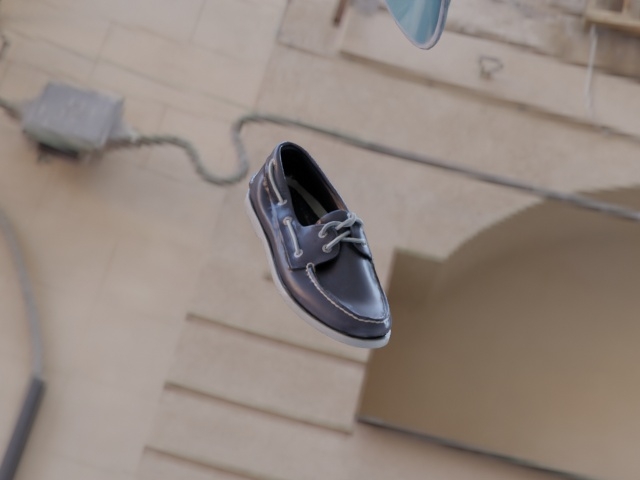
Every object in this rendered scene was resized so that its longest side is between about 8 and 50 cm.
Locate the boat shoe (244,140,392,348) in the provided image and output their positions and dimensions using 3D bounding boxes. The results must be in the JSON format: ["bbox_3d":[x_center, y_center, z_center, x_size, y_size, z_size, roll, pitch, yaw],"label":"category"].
[{"bbox_3d":[0.000,0.000,1.188,0.075,0.206,0.065,1,-53,-31],"label":"boat shoe"}]

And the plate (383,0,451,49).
[{"bbox_3d":[0.035,-0.177,0.674,0.024,0.188,0.188,-14,-35,-7],"label":"plate"}]
